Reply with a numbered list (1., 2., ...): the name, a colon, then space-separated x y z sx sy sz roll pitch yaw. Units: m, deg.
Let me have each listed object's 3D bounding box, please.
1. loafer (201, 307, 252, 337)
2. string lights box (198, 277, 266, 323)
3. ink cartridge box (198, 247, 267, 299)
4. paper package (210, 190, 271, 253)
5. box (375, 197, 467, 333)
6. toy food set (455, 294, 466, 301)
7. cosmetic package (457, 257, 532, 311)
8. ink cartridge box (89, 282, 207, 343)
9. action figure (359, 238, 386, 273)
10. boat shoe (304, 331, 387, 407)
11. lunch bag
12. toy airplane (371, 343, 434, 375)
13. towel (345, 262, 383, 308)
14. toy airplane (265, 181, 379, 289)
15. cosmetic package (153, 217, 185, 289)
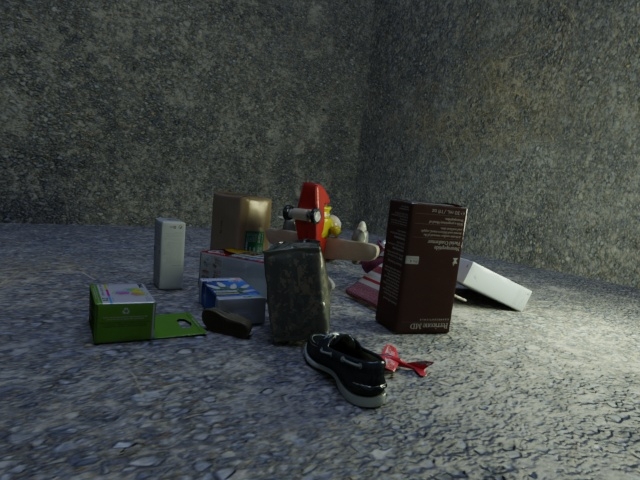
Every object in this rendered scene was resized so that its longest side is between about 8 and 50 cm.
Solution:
1. loafer: -0.238 0.211 1.196 0.148 0.056 0.050 19 10 20
2. string lights box: -0.266 0.174 1.366 0.133 0.076 0.260 1 8 -26
3. ink cartridge box: -0.234 0.112 1.692 0.309 0.130 0.272 8 6 23
4. paper package: -0.366 -0.051 2.107 0.168 0.325 0.309 1 8 -35
5. box: 0.293 0.075 1.380 0.191 0.381 0.143 3 10 -20
6. toy food set: 0.376 0.206 1.616 0.128 0.071 0.218 26 -12 -32
7. cosmetic package: 0.610 0.147 1.882 0.284 0.097 0.377 27 1 -15
8. ink cartridge box: -0.431 0.172 1.163 0.255 0.097 0.189 1 8 -30
9. action figure: 0.284 0.132 1.949 0.370 0.248 0.276 11 38 44
10. boat shoe: 0.052 0.243 0.990 0.114 0.091 0.302 2 8 -28
11. lunch bag: -0.059 0.120 1.264 0.169 0.235 0.287 -5 4 2
12. toy airplane: 0.183 0.279 1.069 0.151 0.028 0.151 6 8 -1
13. towel: 0.275 0.125 1.666 0.329 0.037 0.237 -34 24 -19
14. toy airplane: 0.000 0.000 1.820 0.386 0.384 0.272 46 40 3
15. cosmetic package: -0.519 0.043 1.590 0.085 0.231 0.117 2 7 -30
